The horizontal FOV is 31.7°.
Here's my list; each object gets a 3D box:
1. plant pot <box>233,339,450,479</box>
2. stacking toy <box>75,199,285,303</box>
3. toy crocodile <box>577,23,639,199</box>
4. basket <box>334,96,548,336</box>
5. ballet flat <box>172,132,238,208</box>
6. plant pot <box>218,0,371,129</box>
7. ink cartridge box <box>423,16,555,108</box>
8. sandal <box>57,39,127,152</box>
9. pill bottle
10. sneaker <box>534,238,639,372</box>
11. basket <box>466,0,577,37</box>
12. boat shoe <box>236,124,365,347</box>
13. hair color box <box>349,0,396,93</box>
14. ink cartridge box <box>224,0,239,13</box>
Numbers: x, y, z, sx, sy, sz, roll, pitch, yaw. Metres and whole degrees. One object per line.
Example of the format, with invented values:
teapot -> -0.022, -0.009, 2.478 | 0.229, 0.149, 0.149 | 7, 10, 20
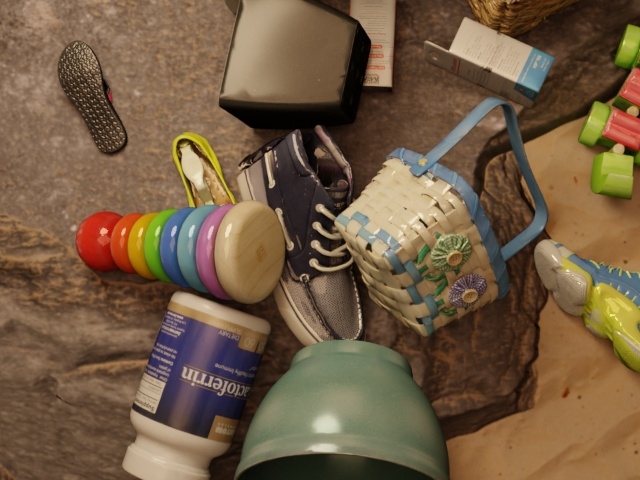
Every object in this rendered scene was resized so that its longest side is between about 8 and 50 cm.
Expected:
plant pot -> 0.036, 0.258, 1.542 | 0.293, 0.293, 0.196 | 2, 57, 5
stacking toy -> -0.219, 0.011, 1.604 | 0.330, 0.141, 0.141 | 2, 83, 32
toy crocodile -> 0.468, -0.218, 1.632 | 0.115, 0.105, 0.341 | 24, 85, 6
basket -> 0.186, -0.024, 1.557 | 0.289, 0.255, 0.201 | -43, 41, -15
ballet flat -> -0.164, -0.057, 1.674 | 0.077, 0.077, 0.231 | -24, 82, 0
plant pot -> -0.026, -0.254, 1.618 | 0.166, 0.187, 0.188 | 11, 88, 12
ink cartridge box -> 0.245, -0.267, 1.654 | 0.180, 0.104, 0.060 | 26, 86, 6
sandal -> -0.349, -0.219, 1.732 | 0.067, 0.040, 0.179 | -22, 97, 7
pill bottle -> -0.181, 0.217, 1.607 | 0.153, 0.153, 0.265 | 19, 86, 6
sneaker -> 0.421, 0.072, 1.624 | 0.126, 0.091, 0.240 | -38, 82, -19
basket -> 0.275, -0.473, 1.618 | 0.213, 0.223, 0.299 | -28, 81, 1
boat shoe -> 0.000, 0.000, 1.599 | 0.127, 0.158, 0.341 | -19, 79, -40
hair color box -> 0.077, -0.296, 1.701 | 0.071, 0.043, 0.141 | 3, 83, 6
ink cartridge box -> -0.007, -0.427, 1.550 | 0.308, 0.385, 0.091 | -8, 84, 3
